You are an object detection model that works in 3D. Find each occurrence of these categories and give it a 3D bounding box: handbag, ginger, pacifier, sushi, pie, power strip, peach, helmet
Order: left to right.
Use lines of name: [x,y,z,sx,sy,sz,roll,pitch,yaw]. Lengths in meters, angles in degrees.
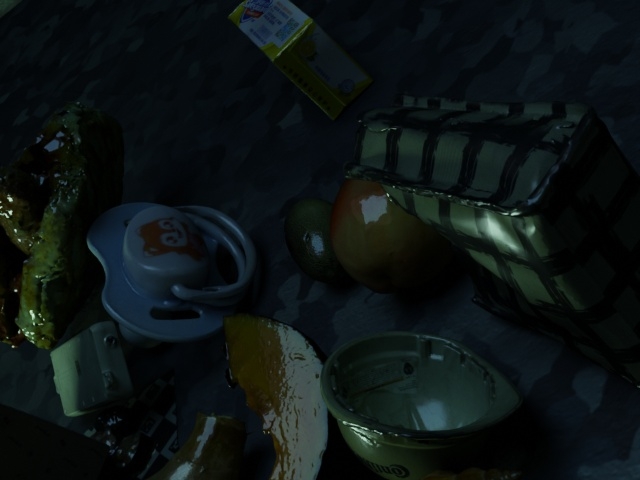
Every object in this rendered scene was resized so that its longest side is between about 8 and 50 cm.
pie: [-0.431,-0.019,2.062,0.418,0.180,0.395,-62,-16,-62]
power strip: [-0.357,0.202,1.888,0.270,0.046,0.118,-28,75,60]
sushi: [-0.317,0.317,1.840,0.231,0.047,0.219,-36,35,17]
ginger: [-0.230,0.391,1.565,0.375,0.166,0.236,-48,24,10]
pacifier: [-0.247,0.078,1.916,0.233,0.244,0.299,-63,35,37]
peach: [0.100,-0.019,1.604,0.184,0.184,0.184,-30,37,26]
helmet: [0.112,0.214,1.375,0.204,0.137,0.257,-12,23,-20]
handbag: [0.224,-0.009,1.308,0.162,0.325,0.327,-53,35,-14]

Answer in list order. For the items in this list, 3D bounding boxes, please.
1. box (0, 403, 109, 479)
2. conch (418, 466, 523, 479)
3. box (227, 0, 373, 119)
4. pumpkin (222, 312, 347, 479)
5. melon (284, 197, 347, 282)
box: [-0.480,0.389,1.749,0.190,0.225,0.297,3,69,50]
conch: [0.108,0.326,1.317,0.093,0.109,0.330,-29,-14,-49]
box: [-0.038,-0.330,2.086,0.097,0.168,0.265,-47,31,6]
pumpkin: [-0.014,0.226,1.498,0.148,0.169,0.312,-22,56,25]
melon: [0.000,0.000,1.758,0.099,0.099,0.162,-41,34,10]
